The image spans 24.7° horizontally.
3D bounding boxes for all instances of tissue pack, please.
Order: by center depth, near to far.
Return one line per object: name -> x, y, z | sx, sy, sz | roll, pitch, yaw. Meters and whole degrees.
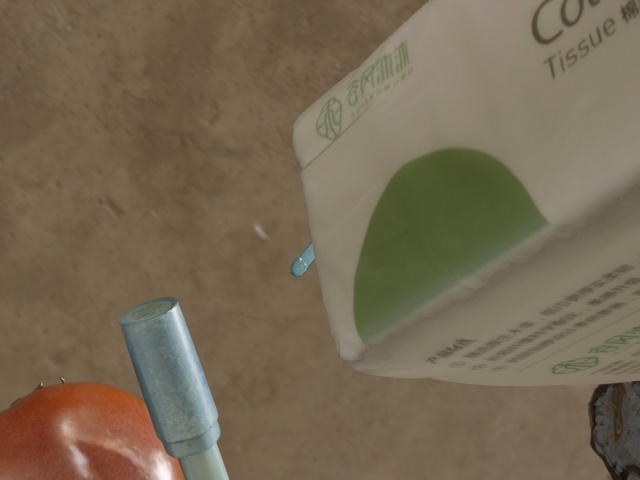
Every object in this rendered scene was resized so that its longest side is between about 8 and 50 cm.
tissue pack -> 0.191, -0.065, 0.758 | 0.266, 0.194, 0.356 | 6, 153, -36

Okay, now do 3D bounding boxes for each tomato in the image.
tomato -> -0.255, 0.269, 1.485 | 0.256, 0.224, 0.256 | -28, 145, -22

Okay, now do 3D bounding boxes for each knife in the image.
knife -> 0.000, 0.000, 1.513 | 0.096, 0.010, 0.027 | -50, 121, -15

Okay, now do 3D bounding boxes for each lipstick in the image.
lipstick -> -0.121, 0.189, 1.386 | 0.061, 0.068, 0.274 | -17, 107, 1

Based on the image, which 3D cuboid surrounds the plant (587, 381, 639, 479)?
plant -> 0.386, 0.182, 1.494 | 0.204, 0.178, 0.234 | -43, 158, 26
